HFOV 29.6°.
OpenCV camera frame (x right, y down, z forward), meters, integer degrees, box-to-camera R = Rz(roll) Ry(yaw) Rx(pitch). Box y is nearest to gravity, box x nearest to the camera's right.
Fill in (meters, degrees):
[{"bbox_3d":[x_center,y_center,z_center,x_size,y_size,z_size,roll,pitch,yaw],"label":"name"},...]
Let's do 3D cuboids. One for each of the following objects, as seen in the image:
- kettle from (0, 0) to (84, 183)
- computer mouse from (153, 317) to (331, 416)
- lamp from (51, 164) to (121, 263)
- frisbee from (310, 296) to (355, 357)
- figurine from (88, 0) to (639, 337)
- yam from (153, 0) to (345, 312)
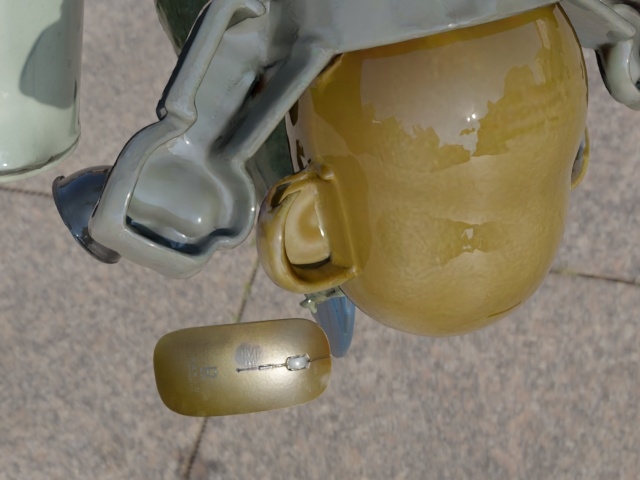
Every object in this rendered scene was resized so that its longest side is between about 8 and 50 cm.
[{"bbox_3d":[-0.291,-0.226,0.874,0.265,0.318,0.205,14,32,12],"label":"kettle"},{"bbox_3d":[-0.087,0.140,1.342,0.199,0.045,0.102,-5,96,4],"label":"computer mouse"},{"bbox_3d":[-0.237,-0.085,1.696,0.227,0.172,0.147,-32,82,12],"label":"lamp"},{"bbox_3d":[-0.005,0.001,1.482,0.049,0.289,0.290,-4,56,-8],"label":"frisbee"},{"bbox_3d":[0.044,-0.092,0.582,0.342,0.285,0.167,-17,13,-10],"label":"figurine"},{"bbox_3d":[0.012,-0.116,0.847,0.195,0.195,0.300,-24,78,-9],"label":"yam"}]
